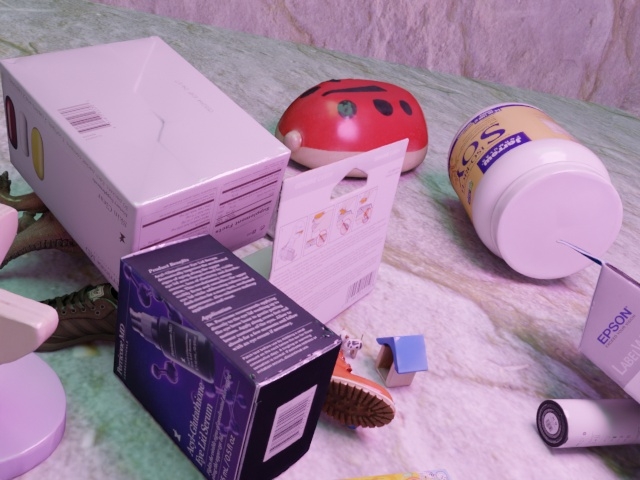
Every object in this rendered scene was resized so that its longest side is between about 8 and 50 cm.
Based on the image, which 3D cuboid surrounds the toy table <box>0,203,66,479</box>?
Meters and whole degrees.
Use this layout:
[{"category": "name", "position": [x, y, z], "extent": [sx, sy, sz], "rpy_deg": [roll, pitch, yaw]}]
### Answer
[{"category": "toy table", "position": [-0.352, 0.084, 0.487], "extent": [0.275, 0.160, 0.252], "rpy_deg": [12, 29, -7]}]

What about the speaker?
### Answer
[{"category": "speaker", "position": [0.329, 0.215, 0.681], "extent": [0.136, 0.055, 0.055], "rpy_deg": [4, 30, -18]}]

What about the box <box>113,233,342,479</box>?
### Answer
[{"category": "box", "position": [-0.100, 0.113, 0.561], "extent": [0.207, 0.153, 0.108], "rpy_deg": [33, 34, 31]}]

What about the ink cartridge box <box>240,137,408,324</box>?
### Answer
[{"category": "ink cartridge box", "position": [0.000, 0.000, 0.713], "extent": [0.060, 0.238, 0.275], "rpy_deg": [24, 29, 28]}]

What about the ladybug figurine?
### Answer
[{"category": "ladybug figurine", "position": [0.086, -0.268, 1.314], "extent": [0.305, 0.161, 0.449], "rpy_deg": [31, 33, 27]}]

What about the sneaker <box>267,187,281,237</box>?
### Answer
[{"category": "sneaker", "position": [-0.071, -0.076, 0.973], "extent": [0.256, 0.094, 0.151], "rpy_deg": [23, 26, 12]}]

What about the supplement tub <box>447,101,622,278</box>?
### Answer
[{"category": "supplement tub", "position": [0.384, -0.101, 1.076], "extent": [0.241, 0.240, 0.331], "rpy_deg": [11, 28, -7]}]

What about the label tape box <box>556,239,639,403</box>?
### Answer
[{"category": "label tape box", "position": [0.443, 0.157, 0.699], "extent": [0.249, 0.115, 0.347], "rpy_deg": [23, 16, -39]}]

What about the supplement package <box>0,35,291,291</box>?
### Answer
[{"category": "supplement package", "position": [-0.207, -0.097, 0.673], "extent": [0.262, 0.145, 0.204], "rpy_deg": [42, 46, 22]}]

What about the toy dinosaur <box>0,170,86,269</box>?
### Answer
[{"category": "toy dinosaur", "position": [-0.291, -0.028, 0.763], "extent": [0.200, 0.127, 0.296], "rpy_deg": [30, 37, 12]}]

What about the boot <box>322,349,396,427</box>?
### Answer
[{"category": "boot", "position": [0.017, 0.145, 0.630], "extent": [0.158, 0.059, 0.085], "rpy_deg": [17, 34, 23]}]

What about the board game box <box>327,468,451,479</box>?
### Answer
[{"category": "board game box", "position": [0.063, 0.259, 0.507], "extent": [0.154, 0.026, 0.103], "rpy_deg": [3, 31, -21]}]

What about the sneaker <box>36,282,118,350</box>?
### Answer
[{"category": "sneaker", "position": [-0.256, 0.074, 0.638], "extent": [0.189, 0.071, 0.066], "rpy_deg": [3, 31, -22]}]

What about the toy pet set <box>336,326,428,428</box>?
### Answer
[{"category": "toy pet set", "position": [0.068, 0.144, 0.673], "extent": [0.114, 0.065, 0.122], "rpy_deg": [0, 32, -25]}]
